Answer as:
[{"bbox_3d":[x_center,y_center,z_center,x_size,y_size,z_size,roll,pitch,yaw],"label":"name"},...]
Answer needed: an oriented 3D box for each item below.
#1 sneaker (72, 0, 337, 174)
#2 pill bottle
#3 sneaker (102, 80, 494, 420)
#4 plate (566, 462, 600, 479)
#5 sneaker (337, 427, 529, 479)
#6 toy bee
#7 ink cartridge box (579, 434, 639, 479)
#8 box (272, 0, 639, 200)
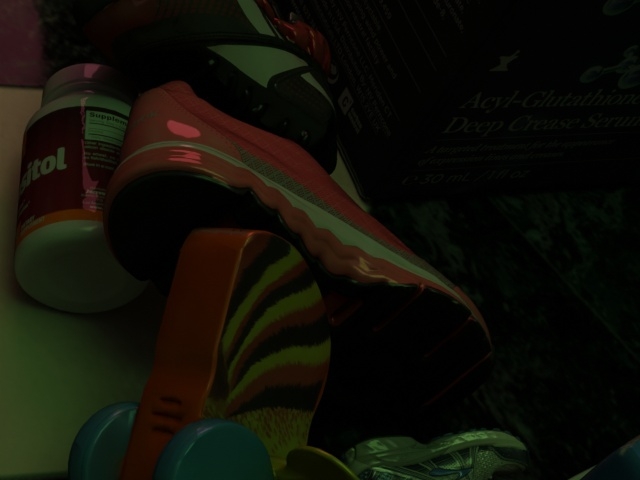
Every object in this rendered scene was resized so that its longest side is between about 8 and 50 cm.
[{"bbox_3d":[-0.062,-0.103,1.014,0.276,0.097,0.135,23,49,-62],"label":"sneaker"},{"bbox_3d":[-0.149,-0.037,0.970,0.086,0.086,0.152,14,48,-22],"label":"pill bottle"},{"bbox_3d":[0.000,-0.001,0.965,0.314,0.116,0.136,35,31,-33],"label":"sneaker"},{"bbox_3d":[0.304,0.250,1.037,0.277,0.045,0.278,-19,66,-41],"label":"plate"},{"bbox_3d":[0.076,0.157,0.979,0.135,0.052,0.058,-2,65,-24],"label":"sneaker"},{"bbox_3d":[-0.064,0.151,0.839,0.162,0.298,0.195,36,-1,-40],"label":"toy bee"},{"bbox_3d":[0.245,0.302,0.784,0.166,0.285,0.395,-20,67,-41],"label":"ink cartridge box"},{"bbox_3d":[0.196,-0.231,1.121,0.293,0.395,0.212,-5,57,-34],"label":"box"}]
